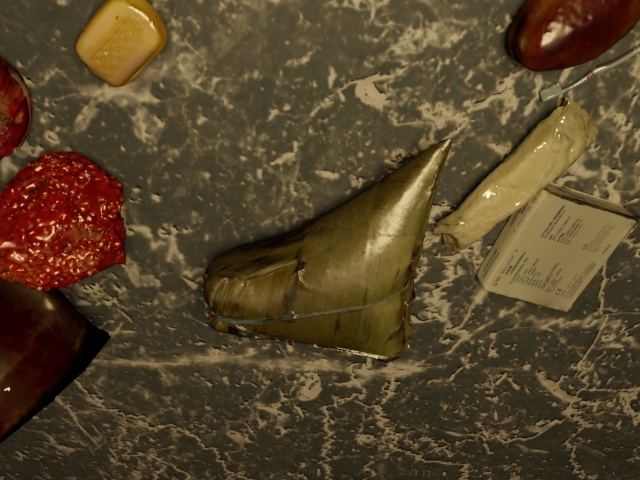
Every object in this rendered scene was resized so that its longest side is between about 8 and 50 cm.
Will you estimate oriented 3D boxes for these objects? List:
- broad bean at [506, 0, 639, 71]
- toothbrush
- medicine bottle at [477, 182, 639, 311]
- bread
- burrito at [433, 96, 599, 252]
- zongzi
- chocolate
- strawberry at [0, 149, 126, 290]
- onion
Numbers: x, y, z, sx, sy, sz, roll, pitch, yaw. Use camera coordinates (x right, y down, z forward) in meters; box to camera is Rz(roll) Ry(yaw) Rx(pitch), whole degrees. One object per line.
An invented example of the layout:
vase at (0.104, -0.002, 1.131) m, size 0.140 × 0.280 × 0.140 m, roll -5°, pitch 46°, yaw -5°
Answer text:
broad bean at (0.314, -0.268, 0.655) m, size 0.165 × 0.084 × 0.114 m, roll -19°, pitch 139°, yaw 3°
toothbrush at (0.385, -0.236, 0.716) m, size 0.193 × 0.013 × 0.019 m, roll -26°, pitch 112°, yaw 15°
medicine bottle at (0.370, 0.014, 0.861) m, size 0.171 × 0.052 × 0.201 m, roll 14°, pitch 123°, yaw -11°
bread at (-0.240, -0.247, 0.662) m, size 0.082 × 0.056 × 0.115 m, roll 39°, pitch 121°, yaw -24°
burrito at (0.274, -0.084, 0.786) m, size 0.082 × 0.059 × 0.275 m, roll 38°, pitch 116°, yaw -15°
zongzi at (0.000, 0.000, 0.772) m, size 0.323 × 0.160 × 0.360 m, roll 7°, pitch 124°, yaw -8°
chocolate at (-0.560, 0.131, 0.760) m, size 0.383 × 0.384 × 0.331 m, roll -29°, pitch 104°, yaw 17°
strawberry at (-0.363, -0.018, 0.731) m, size 0.187 × 0.201 × 0.184 m, roll -28°, pitch 96°, yaw 33°
onion at (-0.456, -0.173, 0.679) m, size 0.140 × 0.150 × 0.150 m, roll 23°, pitch 128°, yaw 26°
